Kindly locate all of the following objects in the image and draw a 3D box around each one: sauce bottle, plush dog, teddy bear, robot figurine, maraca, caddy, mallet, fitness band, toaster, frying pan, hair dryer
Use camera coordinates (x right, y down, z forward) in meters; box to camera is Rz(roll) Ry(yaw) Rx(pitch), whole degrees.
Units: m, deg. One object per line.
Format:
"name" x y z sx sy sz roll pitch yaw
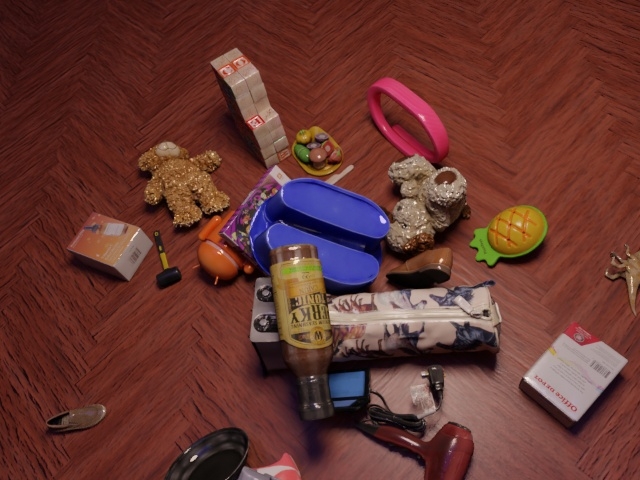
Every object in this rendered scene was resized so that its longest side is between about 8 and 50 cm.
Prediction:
"sauce bottle" -0.030 0.180 1.069 0.111 0.111 0.344 -12 78 4
"plush dog" 0.250 -0.064 1.325 0.225 0.210 0.262 -45 33 0
"teddy bear" -0.401 -0.179 1.534 0.245 0.113 0.338 -18 58 -3
"robot figurine" -0.231 0.011 1.378 0.158 0.128 0.219 45 70 -17
"maraca" 0.453 -0.012 1.281 0.186 0.099 0.127 -30 52 23
"caddy" 0.000 0.000 1.279 0.341 0.179 0.241 20 72 -9
"mallet" -0.422 0.040 1.454 0.062 0.039 0.189 -19 54 -1
"fitness band" 0.231 -0.318 1.435 0.054 0.209 0.291 -37 59 -10
"toaster" -0.091 0.199 1.219 0.110 0.185 0.168 -3 51 6
"frying pan" -0.206 0.476 1.043 0.197 0.053 0.326 -31 18 -18
"hair dryer" 0.202 0.424 1.096 0.224 0.080 0.293 -26 51 14

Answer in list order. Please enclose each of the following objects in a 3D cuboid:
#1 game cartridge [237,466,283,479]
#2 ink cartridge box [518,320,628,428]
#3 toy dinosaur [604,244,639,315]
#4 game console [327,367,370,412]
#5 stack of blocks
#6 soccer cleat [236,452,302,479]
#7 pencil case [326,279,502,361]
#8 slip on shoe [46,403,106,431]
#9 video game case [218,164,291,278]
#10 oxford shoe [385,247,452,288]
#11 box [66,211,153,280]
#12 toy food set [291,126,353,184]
"game cartridge" -0.046 0.569 0.982 0.294 0.060 0.196 21 88 2
"ink cartridge box" 0.521 0.278 1.104 0.175 0.072 0.127 -41 61 -14
"toy dinosaur" 0.704 0.071 1.204 0.093 0.053 0.183 19 65 19
"game console" 0.042 0.327 1.154 0.122 0.107 0.071 -12 84 24
"stack of blocks" -0.190 -0.363 1.492 0.087 0.297 0.171 -34 58 -10
"soccer cleat" -0.188 0.538 1.081 0.318 0.108 0.116 -20 38 0
"pencil case" 0.183 0.178 1.166 0.410 0.183 0.159 -5 59 9
"slip on shoe" -0.577 0.418 1.251 0.135 0.041 0.051 -12 58 4
"video game case" -0.112 -0.037 1.350 0.042 0.210 0.232 -5 45 57
"oxford shoe" 0.233 0.064 1.233 0.076 0.212 0.076 33 64 -21
"box" -0.578 0.016 1.462 0.171 0.091 0.130 17 64 19
"toy food set" -0.004 -0.260 1.527 0.128 0.071 0.218 -33 59 -9
